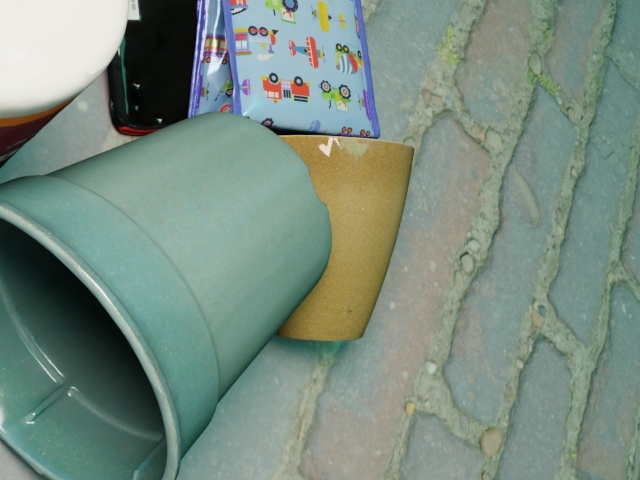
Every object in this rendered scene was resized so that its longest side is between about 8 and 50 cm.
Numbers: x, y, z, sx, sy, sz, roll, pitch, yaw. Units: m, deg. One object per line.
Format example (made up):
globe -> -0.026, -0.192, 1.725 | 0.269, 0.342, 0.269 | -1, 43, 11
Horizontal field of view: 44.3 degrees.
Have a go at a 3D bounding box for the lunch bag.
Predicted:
lunch bag -> -0.047, -0.278, 1.030 | 0.220, 0.138, 0.293 | 2, 86, -35

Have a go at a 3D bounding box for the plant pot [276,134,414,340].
plant pot -> 0.000, 0.000, 1.047 | 0.237, 0.237, 0.255 | 3, 90, -38

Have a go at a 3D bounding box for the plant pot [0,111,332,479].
plant pot -> -0.176, 0.039, 0.829 | 0.334, 0.341, 0.341 | -40, 104, -46

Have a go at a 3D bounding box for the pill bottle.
pill bottle -> -0.346, -0.159, 0.681 | 0.224, 0.392, 0.224 | 10, 73, -36

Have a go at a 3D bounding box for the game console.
game console -> -0.138, -0.346, 1.055 | 0.342, 0.060, 0.387 | -11, 103, -35
